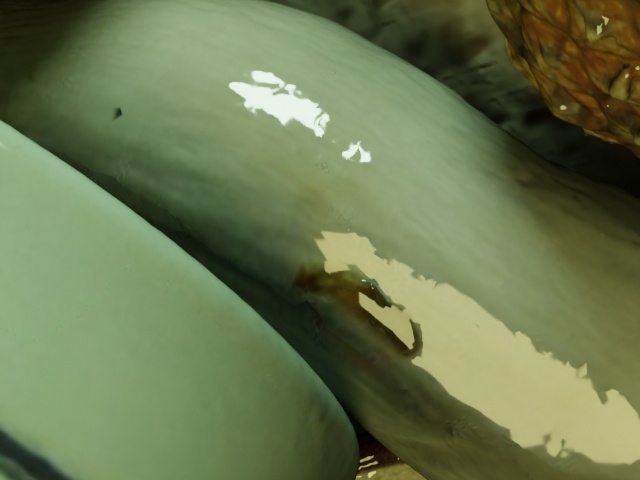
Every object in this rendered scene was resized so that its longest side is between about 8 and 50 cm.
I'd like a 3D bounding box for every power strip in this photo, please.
[{"bbox_3d":[-0.154,0.073,0.720,0.357,0.161,0.357,29,163,10],"label":"power strip"}]

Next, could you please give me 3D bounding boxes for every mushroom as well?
[{"bbox_3d":[-0.001,0.000,0.736,0.397,0.126,0.177,33,141,0],"label":"mushroom"}]

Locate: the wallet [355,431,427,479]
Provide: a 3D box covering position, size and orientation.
[{"bbox_3d":[0.013,0.196,0.926,0.335,0.068,0.274,-15,122,21],"label":"wallet"}]

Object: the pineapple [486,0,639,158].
[{"bbox_3d":[0.134,-0.115,0.534,0.158,0.157,0.278,19,168,0],"label":"pineapple"}]
